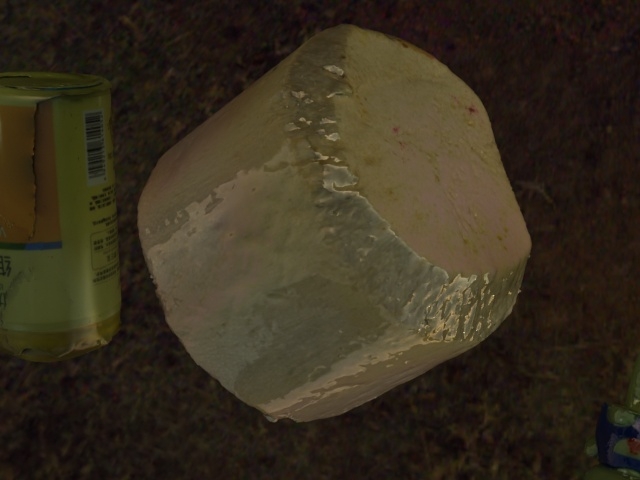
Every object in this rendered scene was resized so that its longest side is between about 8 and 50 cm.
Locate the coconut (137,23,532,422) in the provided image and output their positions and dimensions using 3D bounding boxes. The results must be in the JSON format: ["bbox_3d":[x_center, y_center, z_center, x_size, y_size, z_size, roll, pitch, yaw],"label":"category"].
[{"bbox_3d":[0.000,0.000,0.693,0.239,0.239,0.244,40,133,-15],"label":"coconut"}]

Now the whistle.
[{"bbox_3d":[0.316,0.205,0.996,0.105,0.085,0.227,14,88,23],"label":"whistle"}]

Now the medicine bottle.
[{"bbox_3d":[-0.227,-0.017,0.835,0.124,0.124,0.239,5,104,12],"label":"medicine bottle"}]
